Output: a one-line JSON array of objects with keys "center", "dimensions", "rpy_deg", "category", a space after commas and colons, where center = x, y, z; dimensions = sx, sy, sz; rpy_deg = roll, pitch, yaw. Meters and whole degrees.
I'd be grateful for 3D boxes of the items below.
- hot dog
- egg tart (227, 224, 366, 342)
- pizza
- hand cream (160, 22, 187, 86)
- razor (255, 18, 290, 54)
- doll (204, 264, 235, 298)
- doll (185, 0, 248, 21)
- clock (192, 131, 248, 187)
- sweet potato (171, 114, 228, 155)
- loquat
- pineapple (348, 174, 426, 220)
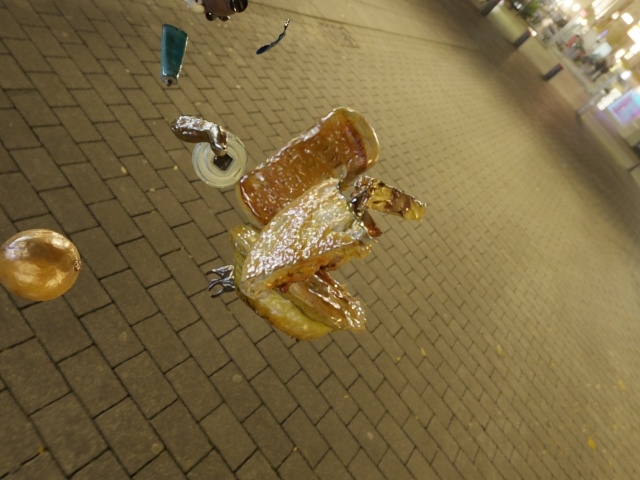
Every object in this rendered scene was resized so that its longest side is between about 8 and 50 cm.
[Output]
[{"center": [-0.028, -0.185, 1.276], "dimensions": [0.185, 0.405, 0.223], "rpy_deg": [56, 10, 0], "category": "hot dog"}, {"center": [-0.078, 0.129, 1.210], "dimensions": [0.443, 0.178, 0.443], "rpy_deg": [37, 0, 0], "category": "egg tart"}, {"center": [0.000, 0.000, 0.804], "dimensions": [0.289, 0.229, 0.081], "rpy_deg": [-54, 133, -33], "category": "pizza"}, {"center": [-0.466, -0.577, 1.456], "dimensions": [0.083, 0.048, 0.224], "rpy_deg": [14, 65, -33], "category": "hand cream"}, {"center": [-0.145, -0.620, 1.444], "dimensions": [0.028, 0.155, 0.044], "rpy_deg": [38, 42, -29], "category": "razor"}, {"center": [-0.277, 0.118, 1.453], "dimensions": [0.139, 0.165, 0.057], "rpy_deg": [-118, -171, -63], "category": "doll"}, {"center": [-0.313, -0.726, 1.362], "dimensions": [0.257, 0.182, 0.117], "rpy_deg": [26, 53, 35], "category": "doll"}, {"center": [-0.408, -0.334, 1.928], "dimensions": [0.237, 0.236, 0.053], "rpy_deg": [23, 4, -31], "category": "clock"}, {"center": [-0.295, -0.270, 1.186], "dimensions": [0.233, 0.081, 0.062], "rpy_deg": [27, -21, 34], "category": "sweet potato"}, {"center": [-0.870, 0.077, 1.440], "dimensions": [0.238, 0.238, 0.193], "rpy_deg": [32, 13, -22], "category": "loquat"}, {"center": [0.139, -0.101, 1.111], "dimensions": [0.233, 0.079, 0.135], "rpy_deg": [15, 13, -45], "category": "pineapple"}]
